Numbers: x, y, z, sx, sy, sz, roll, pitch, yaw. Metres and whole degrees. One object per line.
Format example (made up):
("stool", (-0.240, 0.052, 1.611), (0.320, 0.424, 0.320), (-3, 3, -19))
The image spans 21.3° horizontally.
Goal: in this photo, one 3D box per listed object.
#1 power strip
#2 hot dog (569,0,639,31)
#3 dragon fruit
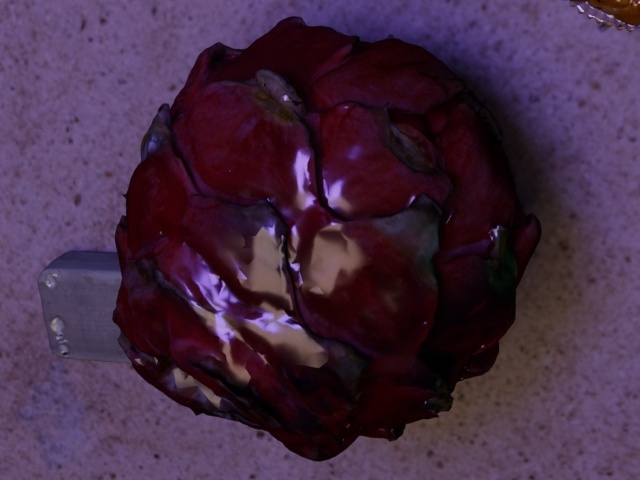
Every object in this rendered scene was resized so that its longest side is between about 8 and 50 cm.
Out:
("power strip", (-0.106, 0.062, 1.471), (0.288, 0.053, 0.093), (2, 112, 21))
("hot dog", (0.227, -0.241, 1.195), (0.108, 0.059, 0.191), (22, 117, 8))
("dragon fruit", (0.001, 0.001, 1.246), (0.329, 0.329, 0.329), (9, 116, 19))
